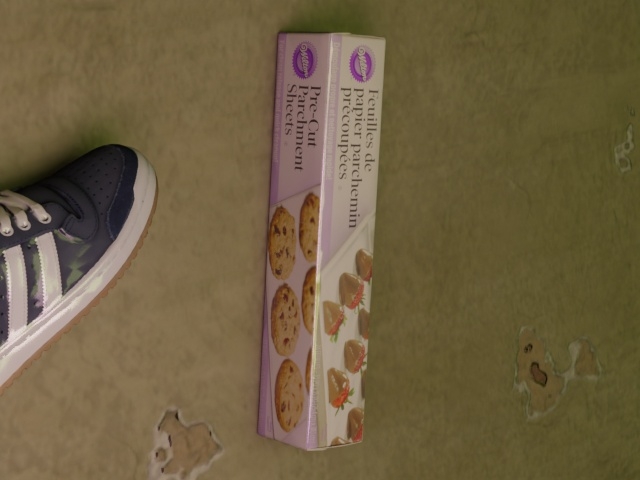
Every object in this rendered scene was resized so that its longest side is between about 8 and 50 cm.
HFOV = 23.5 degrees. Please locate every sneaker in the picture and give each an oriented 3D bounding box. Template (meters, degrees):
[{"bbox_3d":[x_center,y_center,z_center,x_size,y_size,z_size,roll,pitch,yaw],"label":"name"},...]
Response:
[{"bbox_3d":[-0.228,0.005,0.965,0.282,0.099,0.153,-50,128,-23],"label":"sneaker"}]

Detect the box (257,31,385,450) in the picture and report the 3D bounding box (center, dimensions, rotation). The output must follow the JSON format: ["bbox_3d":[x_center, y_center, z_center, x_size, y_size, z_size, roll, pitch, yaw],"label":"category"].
[{"bbox_3d":[0.000,0.000,1.203,0.063,0.067,0.324,-2,99,-43],"label":"box"}]
